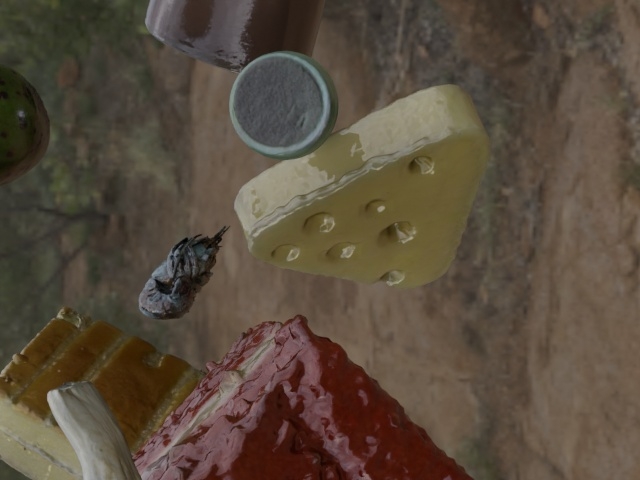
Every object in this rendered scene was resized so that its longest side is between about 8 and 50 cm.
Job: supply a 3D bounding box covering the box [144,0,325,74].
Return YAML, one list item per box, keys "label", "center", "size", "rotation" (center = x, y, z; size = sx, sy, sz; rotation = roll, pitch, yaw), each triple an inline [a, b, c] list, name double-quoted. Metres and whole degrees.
- label: "box"
  center: [-0.121, -0.425, 1.896]
  size: [0.216, 0.301, 0.301]
  rotation: [-67, 30, 31]

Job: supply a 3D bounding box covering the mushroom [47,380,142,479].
- label: "mushroom"
  center: [-0.155, 0.186, 0.866]
  size: [0.054, 0.059, 0.202]
  rotation: [-33, 62, 11]

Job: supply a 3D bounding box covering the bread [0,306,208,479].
- label: "bread"
  center: [-0.293, 0.214, 1.503]
  size: [0.111, 0.239, 0.246]
  rotation: [-63, -5, 32]

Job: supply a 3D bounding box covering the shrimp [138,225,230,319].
- label: "shrimp"
  center: [-0.185, 0.036, 1.647]
  size: [0.233, 0.079, 0.090]
  rotation: [-54, -38, -48]

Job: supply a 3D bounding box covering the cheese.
- label: "cheese"
  center: [0.050, -0.052, 1.693]
  size: [0.384, 0.384, 0.104]
  rotation: [118, 142, -46]

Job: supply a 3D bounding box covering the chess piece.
- label: "chess piece"
  center: [-0.031, -0.181, 1.567]
  size: [0.272, 0.139, 0.139]
  rotation: [-33, -52, -80]

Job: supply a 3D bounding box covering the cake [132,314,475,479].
- label: "cake"
  center: [-0.048, 0.260, 1.137]
  size: [0.269, 0.270, 0.319]
  rotation: [-46, 8, -17]

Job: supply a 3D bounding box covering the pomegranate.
- label: "pomegranate"
  center: [-0.456, -0.183, 1.515]
  size: [0.202, 0.202, 0.248]
  rotation: [-170, 84, -67]
